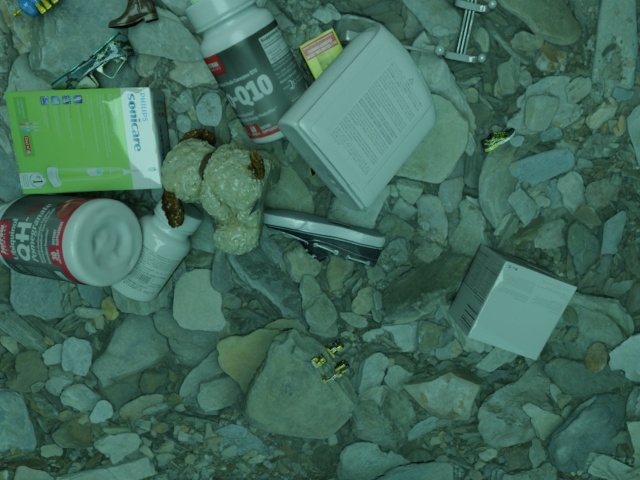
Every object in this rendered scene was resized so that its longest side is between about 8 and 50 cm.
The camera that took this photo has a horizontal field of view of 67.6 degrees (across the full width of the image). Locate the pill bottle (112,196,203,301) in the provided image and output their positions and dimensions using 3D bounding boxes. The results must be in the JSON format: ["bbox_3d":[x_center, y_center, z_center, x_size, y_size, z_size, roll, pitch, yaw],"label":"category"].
[{"bbox_3d":[-0.370,0.014,1.083,0.131,0.131,0.229,35,100,-13],"label":"pill bottle"}]

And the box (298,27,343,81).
[{"bbox_3d":[0.043,-0.335,1.053,0.088,0.058,0.232,-27,106,4],"label":"box"}]

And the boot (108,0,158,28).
[{"bbox_3d":[-0.402,-0.503,0.983,0.107,0.037,0.114,-20,110,-12],"label":"boot"}]

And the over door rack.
[{"bbox_3d":[0.213,-0.512,0.992,0.325,0.108,0.239,7,104,-6],"label":"over door rack"}]

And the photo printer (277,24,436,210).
[{"bbox_3d":[0.094,-0.253,0.968,0.307,0.107,0.256,-52,122,-13],"label":"photo printer"}]

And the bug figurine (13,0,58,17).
[{"bbox_3d":[-0.576,-0.585,0.929,0.216,0.072,0.279,-36,101,0],"label":"bug figurine"}]

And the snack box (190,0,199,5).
[{"bbox_3d":[-0.198,-0.470,1.007,0.100,0.037,0.141,-28,107,5],"label":"snack box"}]

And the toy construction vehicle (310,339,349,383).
[{"bbox_3d":[0.031,0.320,1.249,0.098,0.035,0.085,-31,106,5],"label":"toy construction vehicle"}]

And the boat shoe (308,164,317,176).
[{"bbox_3d":[0.007,-0.223,1.040,0.068,0.072,0.189,22,129,23],"label":"boat shoe"}]

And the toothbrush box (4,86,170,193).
[{"bbox_3d":[-0.477,-0.213,1.016,0.284,0.122,0.206,-3,105,-3],"label":"toothbrush box"}]

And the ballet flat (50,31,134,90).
[{"bbox_3d":[-0.472,-0.357,1.002,0.188,0.070,0.070,-36,105,2],"label":"ballet flat"}]

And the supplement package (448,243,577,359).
[{"bbox_3d":[0.461,0.147,1.173,0.194,0.149,0.203,20,103,-10],"label":"supplement package"}]

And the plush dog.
[{"bbox_3d":[-0.218,-0.127,0.984,0.226,0.210,0.262,12,66,5],"label":"plush dog"}]

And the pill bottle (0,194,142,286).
[{"bbox_3d":[-0.550,-0.007,0.995,0.319,0.176,0.176,5,107,24],"label":"pill bottle"}]

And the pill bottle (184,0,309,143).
[{"bbox_3d":[-0.136,-0.353,0.953,0.161,0.161,0.283,-28,119,4],"label":"pill bottle"}]

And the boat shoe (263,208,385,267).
[{"bbox_3d":[0.000,0.000,1.126,0.302,0.108,0.102,13,103,-15],"label":"boat shoe"}]

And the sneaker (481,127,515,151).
[{"bbox_3d":[0.417,-0.242,1.122,0.083,0.031,0.035,-35,105,6],"label":"sneaker"}]
